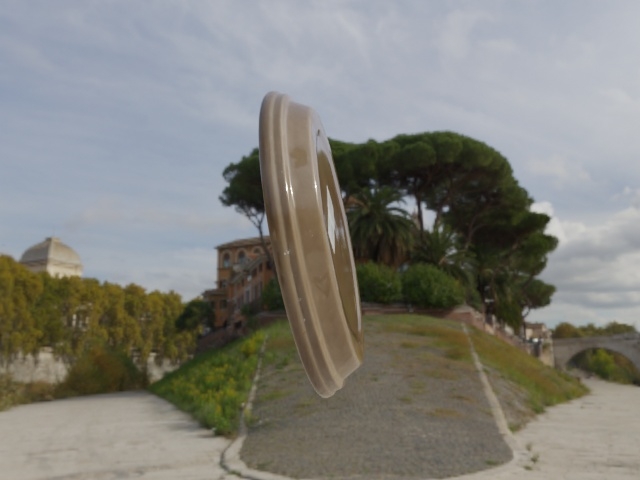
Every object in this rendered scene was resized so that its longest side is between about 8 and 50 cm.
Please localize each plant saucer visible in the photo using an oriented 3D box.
[{"bbox_3d":[0.000,0.000,0.545,0.041,0.278,0.278,-10,-14,8],"label":"plant saucer"}]
